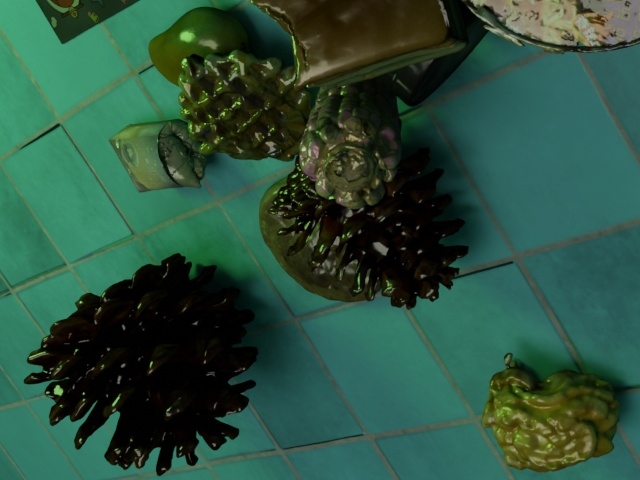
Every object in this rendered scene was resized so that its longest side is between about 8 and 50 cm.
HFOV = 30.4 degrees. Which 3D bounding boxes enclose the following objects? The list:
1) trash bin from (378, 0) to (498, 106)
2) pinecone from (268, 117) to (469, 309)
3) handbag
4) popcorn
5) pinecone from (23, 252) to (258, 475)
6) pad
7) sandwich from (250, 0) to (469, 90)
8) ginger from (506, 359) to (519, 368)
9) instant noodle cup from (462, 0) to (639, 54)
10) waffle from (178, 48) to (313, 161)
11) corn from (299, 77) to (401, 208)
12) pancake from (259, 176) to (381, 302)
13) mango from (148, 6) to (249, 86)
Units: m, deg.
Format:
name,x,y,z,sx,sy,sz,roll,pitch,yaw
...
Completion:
name,x,y,z,sx,sy,sz,roll,pitch,yaw
trash bin,0.065,-0.337,1.433,0.301,0.203,0.252,42,120,7
pinecone,0.080,-0.024,1.639,0.292,0.246,0.246,44,140,-14
handbag,-0.258,-0.141,1.940,0.173,0.095,0.117,1,127,49
popcorn,0.330,0.268,1.705,0.194,0.140,0.163,7,118,13
pinecone,-0.281,0.214,2.006,0.397,0.398,0.398,22,133,26
pad,-0.397,-0.425,1.895,0.245,0.006,0.170,-14,110,46
sandwich,0.029,-0.289,1.261,0.198,0.155,0.228,-16,91,15
ginger,0.313,0.226,1.786,0.048,0.030,0.097,-6,118,44
instant noodle cup,0.276,-0.383,1.148,0.339,0.266,0.340,14,124,21
waffle,-0.112,-0.192,1.729,0.204,0.054,0.223,8,142,9
corn,0.041,-0.158,1.502,0.126,0.335,0.127,2,119,3
pancake,0.000,0.000,1.857,0.241,0.050,0.242,21,133,25
mango,-0.177,-0.282,1.769,0.122,0.085,0.191,46,149,-17
